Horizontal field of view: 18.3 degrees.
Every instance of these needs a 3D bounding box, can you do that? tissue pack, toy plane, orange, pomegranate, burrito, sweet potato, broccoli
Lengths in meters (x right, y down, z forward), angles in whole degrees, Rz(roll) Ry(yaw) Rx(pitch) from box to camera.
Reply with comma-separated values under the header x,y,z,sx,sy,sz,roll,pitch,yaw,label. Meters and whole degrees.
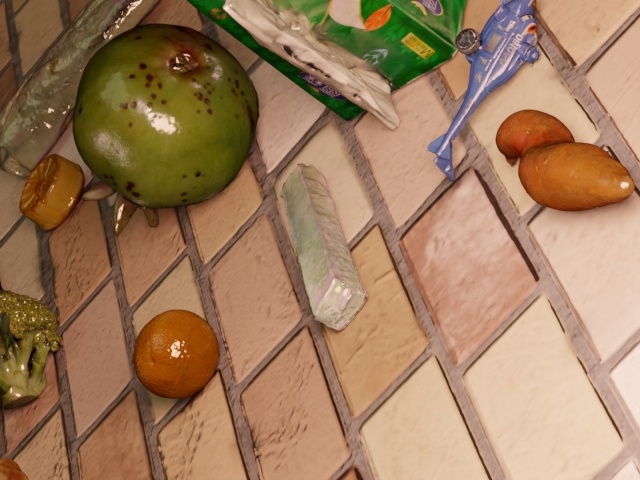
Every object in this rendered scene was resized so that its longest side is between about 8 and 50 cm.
x,y,z,sx,sy,sz,roll,pitch,yaw,label
-0.001,-0.200,1.720,0.148,0.209,0.156,-25,40,44,tissue pack
0.134,-0.129,1.610,0.062,0.054,0.167,26,81,37,toy plane
-0.126,0.099,1.739,0.085,0.085,0.085,-38,32,30,orange
-0.160,-0.101,1.925,0.224,0.181,0.181,127,160,-51,pomegranate
-0.286,-0.206,2.333,0.309,0.066,0.096,-51,33,9,burrito
0.173,-0.054,1.453,0.058,0.055,0.202,-20,23,-12,sweet potato
-0.320,0.109,2.004,0.131,0.130,0.120,-27,73,19,broccoli

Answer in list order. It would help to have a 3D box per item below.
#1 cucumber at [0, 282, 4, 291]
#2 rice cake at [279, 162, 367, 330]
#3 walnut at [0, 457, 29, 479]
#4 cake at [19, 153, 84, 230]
x,y,z,sx,sy,sz,roll,pitch,yaw,label
-0.402,0.055,2.232,0.078,0.062,0.211,-50,28,11,cucumber
0.000,0.000,1.689,0.043,0.034,0.211,-53,27,23,rice cake
-0.309,0.286,1.829,0.143,0.069,0.170,-35,33,37,walnut
-0.296,-0.054,2.204,0.084,0.044,0.084,-39,32,31,cake
